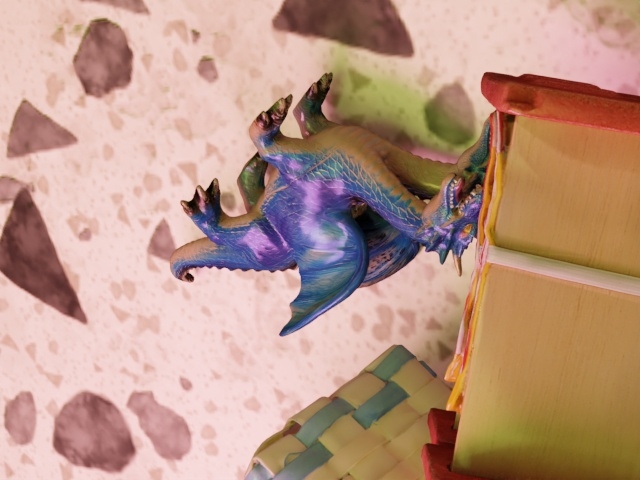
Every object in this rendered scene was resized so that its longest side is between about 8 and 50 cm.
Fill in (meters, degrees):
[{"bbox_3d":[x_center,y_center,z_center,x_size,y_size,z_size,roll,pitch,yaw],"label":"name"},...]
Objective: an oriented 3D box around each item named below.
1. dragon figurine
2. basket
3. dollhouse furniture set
[{"bbox_3d":[0.000,0.000,0.921,0.144,0.085,0.289,50,130,5],"label":"dragon figurine"},{"bbox_3d":[0.075,0.228,0.889,0.289,0.201,0.255,41,149,12],"label":"basket"},{"bbox_3d":[0.243,0.051,0.731,0.374,0.152,0.201,11,99,4],"label":"dollhouse furniture set"}]
